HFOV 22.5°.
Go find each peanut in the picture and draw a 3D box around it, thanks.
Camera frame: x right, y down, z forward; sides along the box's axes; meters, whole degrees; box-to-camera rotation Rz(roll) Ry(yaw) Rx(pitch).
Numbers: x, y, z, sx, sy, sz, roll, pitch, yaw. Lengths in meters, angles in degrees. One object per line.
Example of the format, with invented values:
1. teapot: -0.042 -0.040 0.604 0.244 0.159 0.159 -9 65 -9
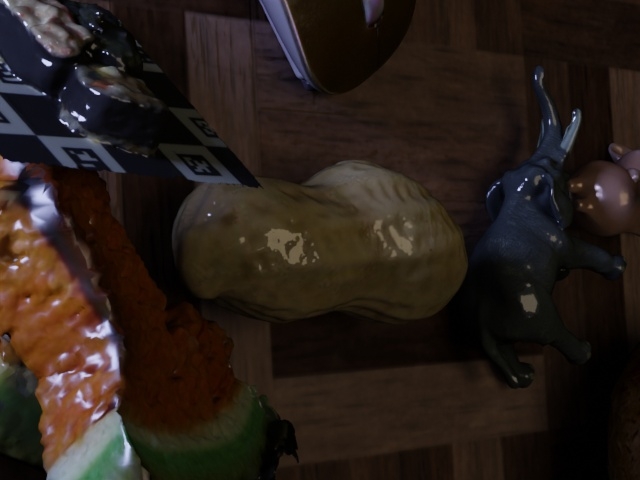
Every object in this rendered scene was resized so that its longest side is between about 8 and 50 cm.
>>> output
1. peanut: 0.000 0.000 1.158 0.256 0.123 0.124 6 81 -41

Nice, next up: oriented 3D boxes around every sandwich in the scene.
1. sandwich: -0.161 0.063 0.963 0.301 0.162 0.250 61 12 0

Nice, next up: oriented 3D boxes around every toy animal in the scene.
1. toy animal: 0.275 -0.044 1.476 0.150 0.089 0.083 -4 108 -49
2. toy animal: 0.192 -0.001 1.374 0.137 0.082 0.269 36 62 -38

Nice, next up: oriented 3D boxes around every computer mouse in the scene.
1. computer mouse: -0.017 -0.260 1.200 0.158 0.072 0.310 -44 117 -37

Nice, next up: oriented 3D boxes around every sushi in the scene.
1. sushi: -0.144 -0.120 0.962 0.192 0.215 0.050 4 124 -45

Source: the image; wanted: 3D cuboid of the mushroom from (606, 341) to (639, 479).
1. mushroom: 0.376 0.221 1.432 0.239 0.345 0.345 -34 116 1
